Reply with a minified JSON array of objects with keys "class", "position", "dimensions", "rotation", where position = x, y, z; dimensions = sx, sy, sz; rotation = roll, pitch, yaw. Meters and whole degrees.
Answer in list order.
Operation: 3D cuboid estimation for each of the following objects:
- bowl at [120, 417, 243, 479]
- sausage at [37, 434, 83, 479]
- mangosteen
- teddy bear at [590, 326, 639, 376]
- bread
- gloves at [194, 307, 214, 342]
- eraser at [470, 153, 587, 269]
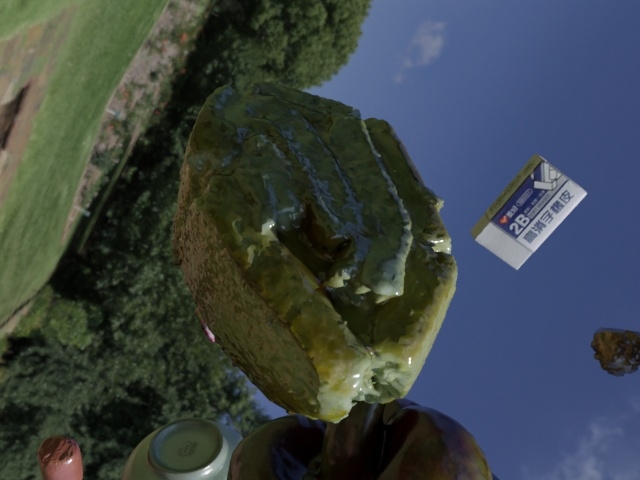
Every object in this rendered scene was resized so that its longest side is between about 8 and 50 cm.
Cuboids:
[{"class":"bowl","position":[-0.311,0.548,1.519],"dimensions":[0.354,0.353,0.185],"rotation":[-96,-174,-61]},{"class":"sausage","position":[-0.411,0.358,1.017],"dimensions":[0.154,0.062,0.062],"rotation":[111,-7,-49]},{"class":"mangosteen","position":[0.059,0.330,0.628],"dimensions":[0.382,0.381,0.436],"rotation":[-95,-173,-60]},{"class":"teddy bear","position":[0.544,0.239,0.908],"dimensions":[0.246,0.295,0.223],"rotation":[151,-53,-71]},{"class":"bread","position":[0.000,0.000,0.451],"dimensions":[0.124,0.185,0.257],"rotation":[106,-33,-45]},{"class":"gloves","position":[-0.160,0.114,1.410],"dimensions":[0.241,0.126,0.145],"rotation":[-32,-173,-5]},{"class":"eraser","position":[0.422,-0.057,1.311],"dimensions":[0.210,0.124,0.068],"rotation":[-53,-169,19]}]
